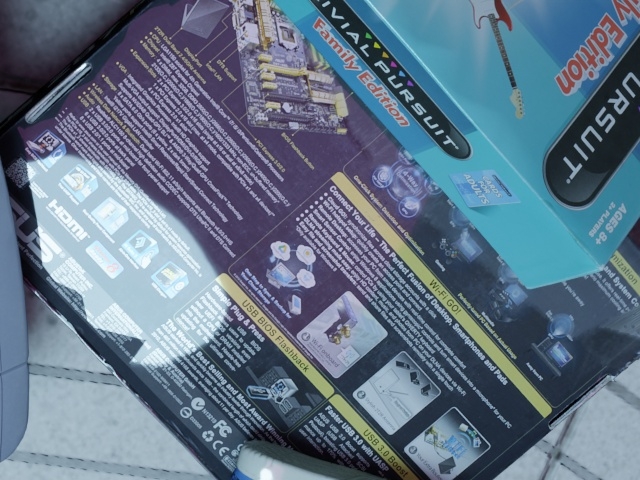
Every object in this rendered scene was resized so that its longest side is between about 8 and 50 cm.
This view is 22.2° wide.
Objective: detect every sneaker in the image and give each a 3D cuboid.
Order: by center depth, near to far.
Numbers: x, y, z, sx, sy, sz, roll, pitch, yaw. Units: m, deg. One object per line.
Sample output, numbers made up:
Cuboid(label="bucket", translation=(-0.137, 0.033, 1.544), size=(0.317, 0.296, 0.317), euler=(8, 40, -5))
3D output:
Cuboid(label="sneaker", translation=(0.008, 0.192, 1.052), size=(0.152, 0.058, 0.085), euler=(19, 98, -6))

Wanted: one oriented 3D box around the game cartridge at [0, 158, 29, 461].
Cuboid(label="game cartridge", translation=(-0.268, -0.008, 1.011), size=(0.198, 0.062, 0.297), euler=(4, 108, 37))

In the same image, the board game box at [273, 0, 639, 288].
Cuboid(label="board game box", translation=(0.108, -0.180, 0.995), size=(0.336, 0.079, 0.254), euler=(47, 62, -14))

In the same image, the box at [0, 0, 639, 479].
Cuboid(label="box", translation=(0.000, 0.000, 1.081), size=(0.318, 0.097, 0.395), euler=(-41, 104, 7))
